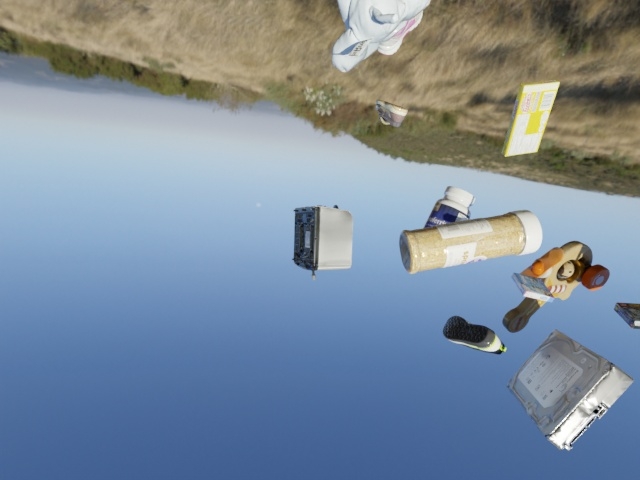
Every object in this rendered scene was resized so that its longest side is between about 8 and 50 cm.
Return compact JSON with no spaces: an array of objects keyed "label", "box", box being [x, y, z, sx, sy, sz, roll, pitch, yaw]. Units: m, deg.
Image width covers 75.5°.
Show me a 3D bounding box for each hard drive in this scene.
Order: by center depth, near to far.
[{"label":"hard drive","box":[0.637,0.379,1.103,0.064,0.237,0.339,38,-172,5]}]

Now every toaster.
[{"label":"toaster","box":[0.000,0.000,1.072,0.110,0.186,0.168,1,-179,-22]}]

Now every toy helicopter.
[{"label":"toy helicopter","box":[0.704,0.148,1.301,0.235,0.355,0.140,30,-165,-33]}]

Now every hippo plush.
[{"label":"hippo plush","box":[0.062,-0.523,0.879,0.234,0.236,0.294,-26,-163,45]}]

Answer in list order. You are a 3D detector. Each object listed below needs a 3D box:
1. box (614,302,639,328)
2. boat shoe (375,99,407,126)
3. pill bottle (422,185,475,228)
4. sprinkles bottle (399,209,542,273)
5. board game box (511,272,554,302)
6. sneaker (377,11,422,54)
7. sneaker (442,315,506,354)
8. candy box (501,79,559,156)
[{"label":"box","box":[0.893,0.206,1.118,0.137,0.027,0.094,3,-156,7]},{"label":"boat shoe","box":[0.300,-0.565,1.842,0.102,0.092,0.285,14,-160,-18]},{"label":"pill bottle","box":[0.520,-0.079,1.696,0.153,0.265,0.153,26,180,0]},{"label":"sprinkles bottle","box":[0.396,0.002,1.108,0.355,0.121,0.121,-9,-162,-5]},{"label":"board game box","box":[0.608,0.134,1.186,0.090,0.020,0.090,12,-149,-8]},{"label":"sneaker","box":[0.297,-0.823,1.533,0.103,0.252,0.111,30,177,20]},{"label":"sneaker","box":[0.467,0.301,1.265,0.097,0.084,0.234,36,173,-15]},{"label":"candy box","box":[0.583,-0.337,1.155,0.105,0.206,0.027,-7,-140,-6]}]
